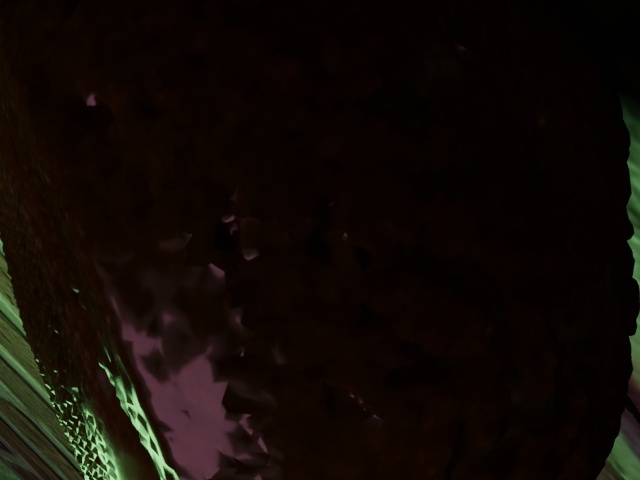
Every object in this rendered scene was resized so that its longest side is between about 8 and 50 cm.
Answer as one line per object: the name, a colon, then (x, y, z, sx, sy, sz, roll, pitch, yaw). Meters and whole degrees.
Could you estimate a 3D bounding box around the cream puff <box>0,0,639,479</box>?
cream puff: (0.000, 0.000, 0.537, 0.303, 0.212, 0.303, 163, 90, -77)
